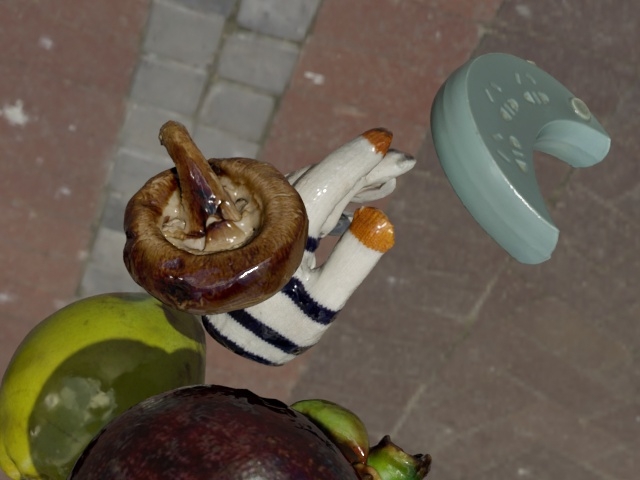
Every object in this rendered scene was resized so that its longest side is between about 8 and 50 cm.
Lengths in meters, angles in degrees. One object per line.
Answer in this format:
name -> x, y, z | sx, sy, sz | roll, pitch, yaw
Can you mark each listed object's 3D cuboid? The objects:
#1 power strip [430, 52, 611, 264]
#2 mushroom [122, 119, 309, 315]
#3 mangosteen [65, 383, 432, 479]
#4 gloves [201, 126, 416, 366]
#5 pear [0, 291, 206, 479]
power strip -> 0.179, -0.094, 1.182 | 0.167, 0.253, 0.054 | 46, 127, -7
mushroom -> -0.082, -0.017, 0.957 | 0.135, 0.170, 0.080 | -15, 150, -12
mangosteen -> -0.047, 0.176, 0.759 | 0.216, 0.216, 0.216 | 6, 141, 5
gloves -> -0.014, -0.007, 1.119 | 0.131, 0.140, 0.219 | 23, 107, -6
pear -> -0.233, 0.163, 1.414 | 0.212, 0.269, 0.212 | 22, 140, 19
